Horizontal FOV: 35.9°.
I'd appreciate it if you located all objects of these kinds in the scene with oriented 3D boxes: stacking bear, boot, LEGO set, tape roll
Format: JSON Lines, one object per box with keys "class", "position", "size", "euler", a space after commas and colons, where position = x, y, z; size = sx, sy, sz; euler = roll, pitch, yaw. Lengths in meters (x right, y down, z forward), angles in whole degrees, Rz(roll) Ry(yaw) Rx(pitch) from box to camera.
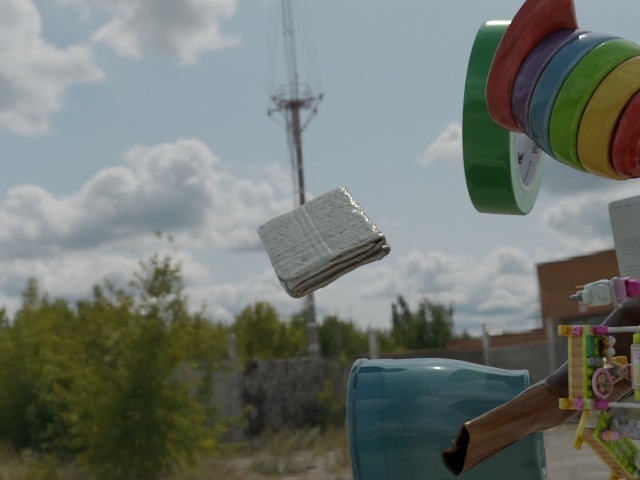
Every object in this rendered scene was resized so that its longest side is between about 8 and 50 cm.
{"class": "stacking bear", "position": [0.335, -0.139, 1.074], "size": [0.289, 0.164, 0.175], "euler": [39, -1, 43]}
{"class": "boot", "position": [0.290, 0.176, 1.232], "size": [0.281, 0.096, 0.264], "euler": [-18, -24, -20]}
{"class": "LEGO set", "position": [0.349, 0.183, 1.090], "size": [0.132, 0.287, 0.107], "euler": [-20, 7, -41]}
{"class": "tape roll", "position": [0.309, -0.202, 1.615], "size": [0.077, 0.321, 0.321], "euler": [5, -5, 23]}

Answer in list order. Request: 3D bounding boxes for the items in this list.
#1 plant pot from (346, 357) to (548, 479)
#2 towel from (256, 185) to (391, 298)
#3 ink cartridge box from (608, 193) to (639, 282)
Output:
{"class": "plant pot", "position": [0.196, 0.293, 1.456], "size": [0.255, 0.271, 0.272], "euler": [-10, -11, 15]}
{"class": "towel", "position": [0.000, 0.000, 1.682], "size": [0.187, 0.049, 0.282], "euler": [-26, 26, -2]}
{"class": "ink cartridge box", "position": [0.642, 0.091, 1.578], "size": [0.091, 0.384, 0.308], "euler": [-6, -6, -40]}
